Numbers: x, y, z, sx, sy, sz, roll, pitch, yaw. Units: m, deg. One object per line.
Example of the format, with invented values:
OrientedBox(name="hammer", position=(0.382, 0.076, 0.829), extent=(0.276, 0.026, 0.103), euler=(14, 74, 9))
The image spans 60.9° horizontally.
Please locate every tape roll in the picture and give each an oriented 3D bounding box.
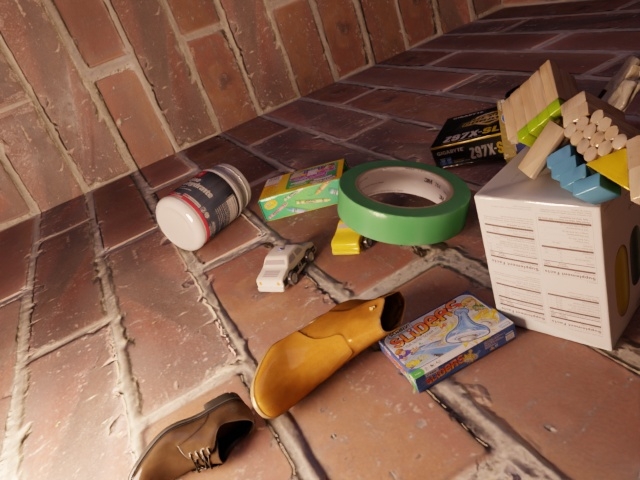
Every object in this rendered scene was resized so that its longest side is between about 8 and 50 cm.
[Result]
OrientedBox(name="tape roll", position=(0.202, -0.102, 1.342), extent=(0.321, 0.077, 0.321), euler=(1, 31, -1))

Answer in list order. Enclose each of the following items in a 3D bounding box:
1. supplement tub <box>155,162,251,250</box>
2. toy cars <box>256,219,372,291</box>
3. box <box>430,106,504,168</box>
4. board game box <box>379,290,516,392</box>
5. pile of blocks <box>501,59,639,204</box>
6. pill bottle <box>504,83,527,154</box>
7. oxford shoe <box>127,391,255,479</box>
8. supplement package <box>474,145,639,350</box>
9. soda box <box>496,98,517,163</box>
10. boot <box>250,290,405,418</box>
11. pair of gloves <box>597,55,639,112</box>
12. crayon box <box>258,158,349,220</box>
OrientedBox(name="supplement tub", position=(-0.369, -0.112, 1.739), extent=(0.191, 0.191, 0.272), euler=(2, 34, 37))
OrientedBox(name="toy cars", position=(0.000, 0.000, 1.390), extent=(0.393, 0.087, 0.176), euler=(-26, 27, -12))
OrientedBox(name="box", position=(0.516, -0.327, 1.634), extent=(0.322, 0.079, 0.257), euler=(-8, 29, 32))
OrientedBox(name="board game box", position=(0.221, 0.174, 0.968), extent=(0.201, 0.035, 0.136), euler=(-27, 27, -12))
OrientedBox(name="pile of blocks", position=(0.389, -0.126, 0.779), extent=(0.112, 0.149, 0.362), euler=(18, 30, -22))
OrientedBox(name="pill bottle", position=(0.521, -0.259, 1.296), extent=(0.122, 0.219, 0.123), euler=(-19, 25, 9))
OrientedBox(name="oxford shoe", position=(-0.208, 0.344, 0.897), extent=(0.227, 0.083, 0.096), euler=(-34, 34, -23))
OrientedBox(name="supplement package", position=(0.412, 0.000, 0.907), extent=(0.198, 0.263, 0.199), euler=(12, 41, 46))
OrientedBox(name="soda box", position=(0.515, -0.290, 1.445), extent=(0.061, 0.058, 0.181), euler=(-12, 66, 29))
OrientedBox(name="boot", position=(0.023, 0.184, 0.956), extent=(0.211, 0.104, 0.295), euler=(-26, 10, 39))
OrientedBox(name="pair of gloves", position=(0.734, -0.357, 1.370), extent=(0.042, 0.204, 0.240), euler=(27, 35, 5))
OrientedBox(name="crayon box", position=(-0.045, -0.163, 1.733), extent=(0.278, 0.081, 0.165), euler=(-13, 28, 13))
